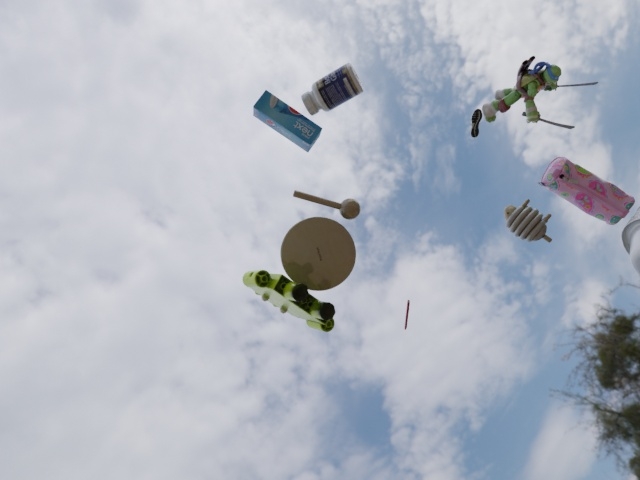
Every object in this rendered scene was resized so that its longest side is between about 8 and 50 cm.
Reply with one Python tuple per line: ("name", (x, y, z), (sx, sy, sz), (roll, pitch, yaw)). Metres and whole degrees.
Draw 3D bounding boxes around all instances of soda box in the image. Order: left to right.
("soda box", (-0.102, -0.366, 1.409), (0.210, 0.067, 0.071), (34, -103, -2))

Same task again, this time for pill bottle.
("pill bottle", (0.032, -0.436, 1.339), (0.169, 0.094, 0.094), (-26, -52, 16))

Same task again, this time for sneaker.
("sneaker", (0.602, -0.458, 1.785), (0.040, 0.044, 0.109), (8, -69, 7))

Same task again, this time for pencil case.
("pencil case", (0.873, -0.165, 1.509), (0.284, 0.124, 0.124), (31, -92, -2))

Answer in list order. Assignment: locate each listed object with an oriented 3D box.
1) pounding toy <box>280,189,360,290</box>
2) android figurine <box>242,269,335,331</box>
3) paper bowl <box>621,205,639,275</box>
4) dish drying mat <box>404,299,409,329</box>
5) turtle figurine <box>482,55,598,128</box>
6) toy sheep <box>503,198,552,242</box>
("pounding toy", (0.000, 0.000, 1.148), (0.183, 0.110, 0.236), (10, -82, 0))
("android figurine", (-0.080, 0.145, 1.136), (0.248, 0.273, 0.056), (38, -110, -24))
("paper bowl", (0.865, 0.031, 1.075), (0.148, 0.284, 0.284), (-47, -53, -12))
("dish drying mat", (0.255, 0.218, 1.348), (0.008, 0.032, 0.083), (5, -80, 8))
("turtle figurine", (0.695, -0.450, 1.502), (0.275, 0.266, 0.197), (17, -100, -26))
("toy sheep", (0.501, -0.041, 1.106), (0.091, 0.132, 0.091), (-37, -29, -24))
